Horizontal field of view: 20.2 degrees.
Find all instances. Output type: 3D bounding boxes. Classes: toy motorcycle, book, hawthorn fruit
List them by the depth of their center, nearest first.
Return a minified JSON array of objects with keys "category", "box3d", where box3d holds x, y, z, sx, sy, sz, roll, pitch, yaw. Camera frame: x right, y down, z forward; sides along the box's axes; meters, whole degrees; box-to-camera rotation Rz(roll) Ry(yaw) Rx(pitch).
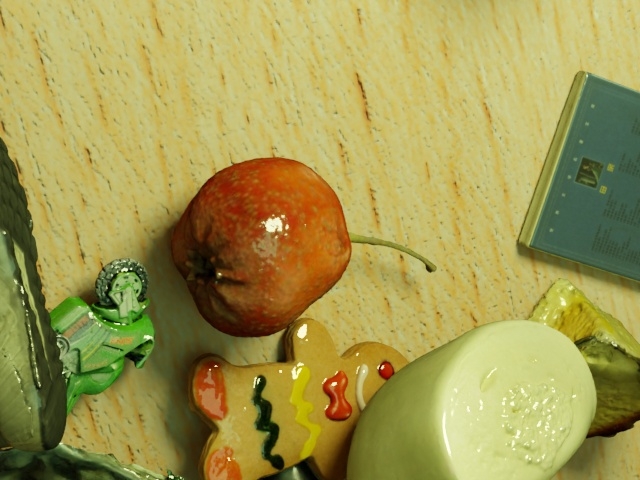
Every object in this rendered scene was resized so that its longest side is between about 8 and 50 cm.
[{"category":"toy motorcycle","box3d":[-0.221,0.103,1.657,0.190,0.074,0.106,-42,123,-10]},{"category":"hawthorn fruit","box3d":[0.000,0.000,1.693,0.285,0.165,0.165,-6,104,-32]},{"category":"book","box3d":[0.351,-0.050,1.896,0.269,0.025,0.190,16,94,-26]}]

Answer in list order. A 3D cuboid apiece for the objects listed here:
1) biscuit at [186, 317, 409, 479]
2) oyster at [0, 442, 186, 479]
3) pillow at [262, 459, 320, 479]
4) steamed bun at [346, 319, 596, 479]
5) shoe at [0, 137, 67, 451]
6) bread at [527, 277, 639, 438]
[{"category":"biscuit","box3d":[-0.011,0.159,1.752,0.250,0.036,0.165,-10,91,-29]},{"category":"oyster","box3d":[-0.172,0.293,1.689,0.351,0.162,0.158,22,49,-34]},{"category":"pillow","box3d":[-0.010,0.277,1.788,0.136,0.055,0.091,39,118,-9]},{"category":"steamed bun","box3d":[0.129,0.179,1.710,0.250,0.200,0.154,-37,95,-45]},{"category":"shoe","box3d":[-0.335,0.033,1.552,0.171,0.132,0.336,-14,86,4]},{"category":"bread","box3d":[0.268,0.142,1.825,0.140,0.160,0.169,40,84,-26]}]
